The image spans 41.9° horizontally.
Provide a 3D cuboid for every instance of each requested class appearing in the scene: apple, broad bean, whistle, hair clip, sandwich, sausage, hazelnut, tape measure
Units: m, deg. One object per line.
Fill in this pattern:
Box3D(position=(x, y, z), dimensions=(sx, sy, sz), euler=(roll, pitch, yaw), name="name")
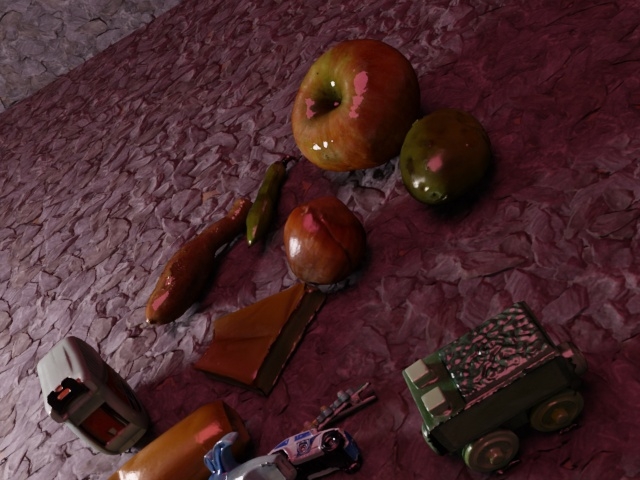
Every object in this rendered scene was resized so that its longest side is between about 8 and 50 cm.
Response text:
Box3D(position=(0.090, -0.291, 1.873), dimensions=(0.309, 0.250, 0.277), euler=(-53, 53, 13), name="apple")
Box3D(position=(-0.125, -0.100, 1.959), dimensions=(0.075, 0.067, 0.325), euler=(-27, 33, 37), name="broad bean")
Box3D(position=(-0.129, 0.410, 1.380), dimensions=(0.269, 0.180, 0.093), euler=(-36, 2, 40), name="whistle")
Box3D(position=(0.021, 0.304, 1.474), dimensions=(0.173, 0.049, 0.049), euler=(-36, 39, 2), name="hair clip")
Box3D(position=(-0.134, 0.179, 1.691), dimensions=(0.212, 0.063, 0.245), euler=(7, 54, 42), name="sandwich")
Box3D(position=(-0.290, 0.431, 1.514), dimensions=(0.354, 0.116, 0.134), euler=(-37, 52, 4), name="sausage")
Box3D(position=(0.000, 0.000, 1.689), dimensions=(0.182, 0.182, 0.182), euler=(-20, 42, 19), name="hazelnut")
Box3D(position=(-0.455, 0.315, 1.647), dimensions=(0.125, 0.246, 0.243), euler=(-40, 28, -6), name="tape measure")

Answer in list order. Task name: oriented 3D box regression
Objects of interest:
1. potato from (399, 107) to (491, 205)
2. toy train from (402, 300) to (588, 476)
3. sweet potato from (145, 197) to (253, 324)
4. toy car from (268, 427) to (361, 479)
Box3D(position=(0.253, -0.169, 1.692), dimensions=(0.186, 0.148, 0.253), euler=(9, 47, 23), name="potato")
Box3D(position=(0.264, 0.223, 1.253), dimensions=(0.272, 0.188, 0.159), euler=(-33, 38, 8), name="toy train")
Box3D(position=(-0.281, 0.048, 1.906), dimensions=(0.109, 0.109, 0.385), euler=(4, 47, 39), name="sweet potato")
Box3D(position=(-0.019, 0.365, 1.407), dimensions=(0.171, 0.080, 0.070), euler=(-24, 39, 16), name="toy car")
